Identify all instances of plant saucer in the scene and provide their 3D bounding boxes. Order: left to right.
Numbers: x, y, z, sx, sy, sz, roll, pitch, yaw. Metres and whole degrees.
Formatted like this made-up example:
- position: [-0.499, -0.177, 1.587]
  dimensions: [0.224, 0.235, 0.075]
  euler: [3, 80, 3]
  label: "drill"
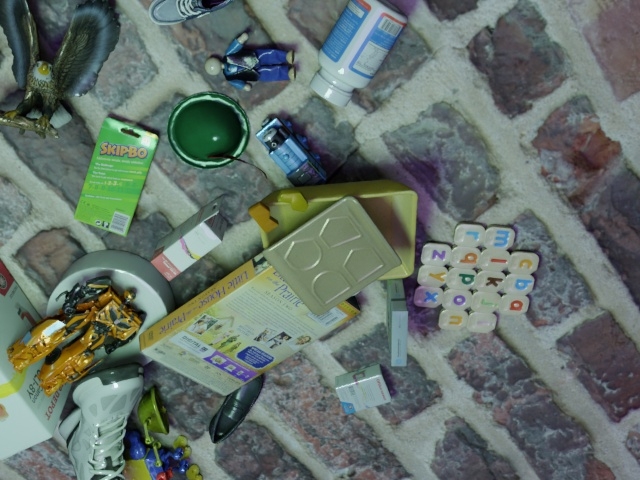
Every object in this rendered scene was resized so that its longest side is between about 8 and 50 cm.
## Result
- position: [0.039, -0.024, 1.844]
  dimensions: [0.333, 0.081, 0.332]
  euler: [-5, 146, 1]
  label: "plant saucer"

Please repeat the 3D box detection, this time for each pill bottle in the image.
- position: [0.071, -0.389, 1.707]
  dimensions: [0.124, 0.124, 0.221]
  euler: [29, 111, -14]
  label: "pill bottle"

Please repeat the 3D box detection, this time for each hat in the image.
- position: [-0.232, -0.205, 1.755]
  dimensions: [0.208, 0.183, 0.173]
  euler: [-16, 114, 7]
  label: "hat"

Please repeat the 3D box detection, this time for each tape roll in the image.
- position: [-0.491, 0.168, 1.974]
  dimensions: [0.286, 0.100, 0.286]
  euler: [0, 115, -1]
  label: "tape roll"

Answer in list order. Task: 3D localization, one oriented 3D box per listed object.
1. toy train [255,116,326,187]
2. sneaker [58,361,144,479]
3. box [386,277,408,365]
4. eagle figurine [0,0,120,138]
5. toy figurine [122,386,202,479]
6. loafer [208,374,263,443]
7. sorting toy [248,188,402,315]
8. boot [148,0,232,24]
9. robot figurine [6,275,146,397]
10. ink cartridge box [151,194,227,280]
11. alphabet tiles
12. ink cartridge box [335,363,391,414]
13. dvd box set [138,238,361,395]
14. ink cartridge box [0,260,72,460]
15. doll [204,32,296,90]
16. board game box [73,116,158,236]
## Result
- position: [-0.062, -0.185, 1.810]
  dimensions: [0.080, 0.105, 0.184]
  euler: [-37, 111, 15]
  label: "toy train"
- position: [-0.479, 0.470, 1.954]
  dimensions: [0.169, 0.257, 0.447]
  euler: [-9, 152, -33]
  label: "sneaker"
- position: [0.176, 0.179, 1.939]
  dimensions: [0.038, 0.186, 0.145]
  euler: [0, 115, 2]
  label: "box"
- position: [-0.557, -0.362, 1.704]
  dimensions: [0.226, 0.225, 0.298]
  euler: [18, 83, -51]
  label: "eagle figurine"
- position: [-0.462, 0.569, 2.122]
  dimensions: [0.217, 0.191, 0.362]
  euler: [-13, 114, 11]
  label: "toy figurine"
- position: [-0.211, 0.421, 2.107]
  dimensions: [0.076, 0.078, 0.223]
  euler: [29, 111, -14]
  label: "loafer"
- position: [0.000, 0.000, 1.726]
  dimensions: [0.229, 0.041, 0.307]
  euler: [-32, 122, 11]
  label: "sorting toy"
- position: [-0.261, -0.477, 1.681]
  dimensions: [0.190, 0.086, 0.069]
  euler: [-19, 114, 8]
  label: "boot"
- position: [-0.525, 0.209, 1.850]
  dimensions: [0.291, 0.085, 0.211]
  euler: [-36, 131, -2]
  label: "robot figurine"
- position: [-0.279, -0.008, 1.885]
  dimensions: [0.198, 0.115, 0.067]
  euler: [-36, 110, 15]
  label: "ink cartridge box"
- position: [0.367, 0.091, 1.992]
  dimensions: [0.278, 0.021, 0.284]
  euler: [5, 115, -3]
  label: "alphabet tiles"
- position: [0.107, 0.373, 2.104]
  dimensions: [0.122, 0.052, 0.088]
  euler: [-17, 115, 9]
  label: "ink cartridge box"
- position: [-0.158, 0.190, 1.927]
  dimensions: [0.420, 0.062, 0.307]
  euler: [-34, 137, 17]
  label: "dvd box set"
- position: [-0.745, 0.259, 1.917]
  dimensions: [0.160, 0.279, 0.384]
  euler: [-23, 114, 8]
  label: "ink cartridge box"
- position: [-0.148, -0.371, 1.755]
  dimensions: [0.189, 0.046, 0.129]
  euler: [-1, 125, 7]
  label: "doll"
- position: [-0.453, -0.142, 1.865]
  dimensions: [0.124, 0.039, 0.259]
  euler: [20, 116, -10]
  label: "board game box"
